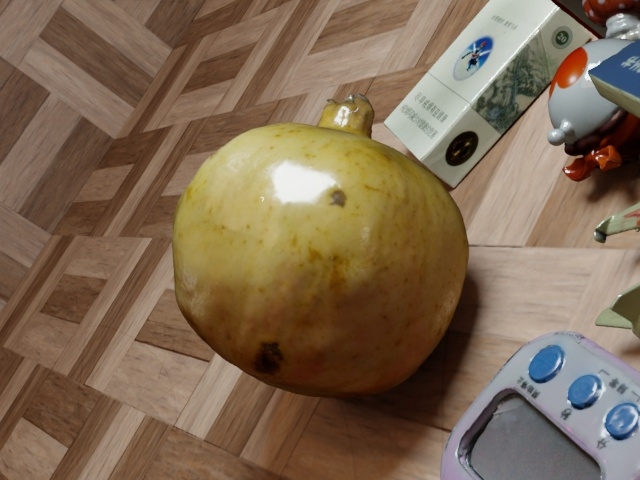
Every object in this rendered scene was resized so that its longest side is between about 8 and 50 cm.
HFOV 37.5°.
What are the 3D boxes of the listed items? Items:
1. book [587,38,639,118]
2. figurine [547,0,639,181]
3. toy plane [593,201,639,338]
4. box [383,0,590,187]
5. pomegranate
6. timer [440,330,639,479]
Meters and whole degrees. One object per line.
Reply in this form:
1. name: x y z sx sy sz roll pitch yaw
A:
1. book: 0.457 -0.191 0.720 0.428 0.039 0.300 -31 28 1
2. figurine: 0.307 -0.167 0.974 0.183 0.160 0.226 -9 59 55
3. toy plane: 0.330 -0.016 0.774 0.256 0.104 0.242 -51 24 4
4. box: 0.211 -0.208 1.244 0.256 0.069 0.164 -49 26 10
5. pomegranate: 0.000 0.000 1.034 0.342 0.342 0.342 -38 29 27
6. timer: 0.198 0.179 0.784 0.190 0.069 0.208 -51 27 3
